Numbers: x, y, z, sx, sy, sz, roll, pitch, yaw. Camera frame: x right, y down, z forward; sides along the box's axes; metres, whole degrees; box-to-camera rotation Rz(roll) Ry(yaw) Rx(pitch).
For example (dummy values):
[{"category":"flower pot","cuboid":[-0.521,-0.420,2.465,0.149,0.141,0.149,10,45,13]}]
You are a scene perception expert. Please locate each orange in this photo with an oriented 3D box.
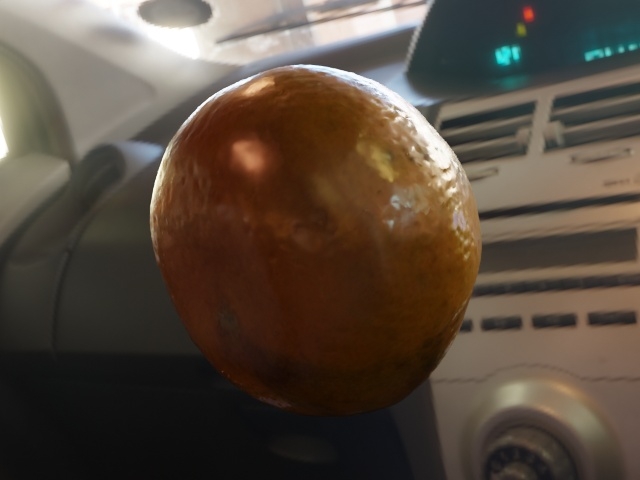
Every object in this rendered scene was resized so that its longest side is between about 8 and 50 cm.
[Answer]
[{"category":"orange","cuboid":[0.000,0.000,0.661,0.171,0.240,0.240,-28,18,-35]}]
